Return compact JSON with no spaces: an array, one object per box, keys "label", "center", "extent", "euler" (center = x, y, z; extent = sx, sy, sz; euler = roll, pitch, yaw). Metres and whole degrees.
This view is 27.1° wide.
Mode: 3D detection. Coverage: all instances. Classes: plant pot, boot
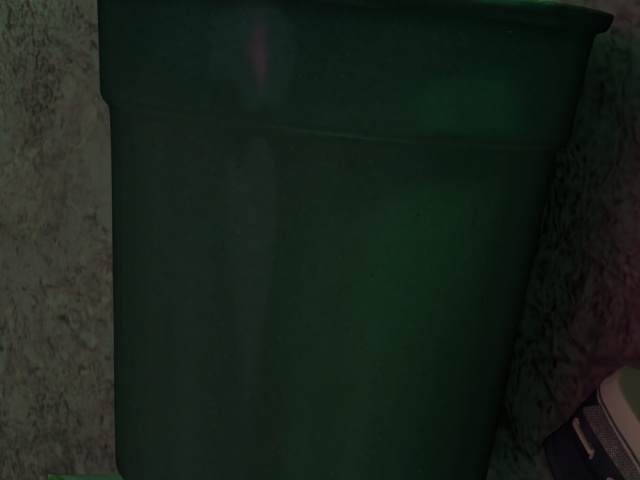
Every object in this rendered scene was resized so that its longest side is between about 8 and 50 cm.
[{"label":"plant pot","center":[0.000,0.000,0.886],"extent":[0.341,0.341,0.334],"euler":[14,102,43]},{"label":"boot","center":[0.212,0.177,0.827],"extent":[0.086,0.069,0.190],"euler":[-52,45,33]}]

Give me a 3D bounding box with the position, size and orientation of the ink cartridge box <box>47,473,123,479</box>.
[{"label":"ink cartridge box","center":[-0.185,0.328,1.152],"extent":[0.154,0.093,0.212],"euler":[18,95,44]}]
